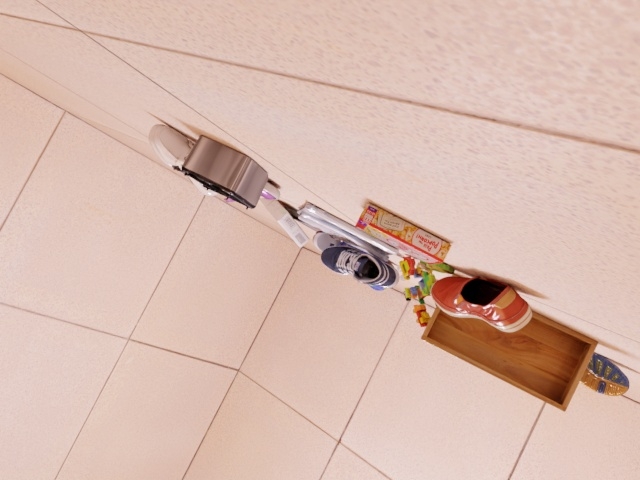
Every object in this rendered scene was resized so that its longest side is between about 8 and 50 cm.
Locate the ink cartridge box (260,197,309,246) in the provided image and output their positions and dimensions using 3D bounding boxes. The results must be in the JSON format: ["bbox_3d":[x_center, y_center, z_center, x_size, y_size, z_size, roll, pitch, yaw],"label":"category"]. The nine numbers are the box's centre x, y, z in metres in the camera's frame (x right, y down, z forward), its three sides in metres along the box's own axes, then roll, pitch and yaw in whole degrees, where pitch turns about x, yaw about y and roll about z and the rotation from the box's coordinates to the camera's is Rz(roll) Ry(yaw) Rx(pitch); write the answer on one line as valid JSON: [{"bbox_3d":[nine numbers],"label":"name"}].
[{"bbox_3d":[-0.145,-0.096,2.303,0.224,0.056,0.181,51,180,42],"label":"ink cartridge box"}]

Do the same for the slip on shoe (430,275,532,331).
[{"bbox_3d":[0.371,0.129,1.552,0.101,0.123,0.331,53,168,-19],"label":"slip on shoe"}]

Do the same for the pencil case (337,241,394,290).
[{"bbox_3d":[0.167,0.093,2.319,0.133,0.119,0.306,22,174,34],"label":"pencil case"}]

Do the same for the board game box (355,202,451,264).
[{"bbox_3d":[0.173,-0.012,1.379,0.194,0.045,0.147,27,176,2],"label":"board game box"}]

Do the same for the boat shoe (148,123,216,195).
[{"bbox_3d":[-0.347,-0.225,1.768,0.096,0.098,0.277,-1,149,40],"label":"boat shoe"}]

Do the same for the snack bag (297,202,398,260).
[{"bbox_3d":[0.079,-0.021,2.004,0.323,0.037,0.342,28,176,-6],"label":"snack bag"}]

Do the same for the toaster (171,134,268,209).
[{"bbox_3d":[-0.244,-0.171,1.618,0.168,0.110,0.186,25,176,19],"label":"toaster"}]

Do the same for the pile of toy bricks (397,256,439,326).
[{"bbox_3d":[0.311,0.136,1.864,0.118,0.212,0.105,-2,149,-24],"label":"pile of toy bricks"}]

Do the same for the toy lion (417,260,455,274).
[{"bbox_3d":[0.310,0.070,1.702,0.096,0.034,0.100,18,173,21],"label":"toy lion"}]

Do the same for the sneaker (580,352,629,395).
[{"bbox_3d":[0.830,0.385,2.011,0.131,0.111,0.297,6,-165,-46],"label":"sneaker"}]

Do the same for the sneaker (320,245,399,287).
[{"bbox_3d":[0.102,0.074,2.051,0.282,0.099,0.153,19,180,27],"label":"sneaker"}]

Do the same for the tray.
[{"bbox_3d":[0.504,0.272,1.744,0.411,0.202,0.076,26,176,14],"label":"tray"}]

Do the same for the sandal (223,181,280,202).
[{"bbox_3d":[-0.247,-0.154,1.937,0.169,0.102,0.416,29,176,-29],"label":"sandal"}]

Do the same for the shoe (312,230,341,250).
[{"bbox_3d":[0.000,0.000,2.230,0.081,0.063,0.178,21,-178,29],"label":"shoe"}]

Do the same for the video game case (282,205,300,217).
[{"bbox_3d":[-0.031,-0.061,2.320,0.183,0.023,0.201,30,176,-36],"label":"video game case"}]
